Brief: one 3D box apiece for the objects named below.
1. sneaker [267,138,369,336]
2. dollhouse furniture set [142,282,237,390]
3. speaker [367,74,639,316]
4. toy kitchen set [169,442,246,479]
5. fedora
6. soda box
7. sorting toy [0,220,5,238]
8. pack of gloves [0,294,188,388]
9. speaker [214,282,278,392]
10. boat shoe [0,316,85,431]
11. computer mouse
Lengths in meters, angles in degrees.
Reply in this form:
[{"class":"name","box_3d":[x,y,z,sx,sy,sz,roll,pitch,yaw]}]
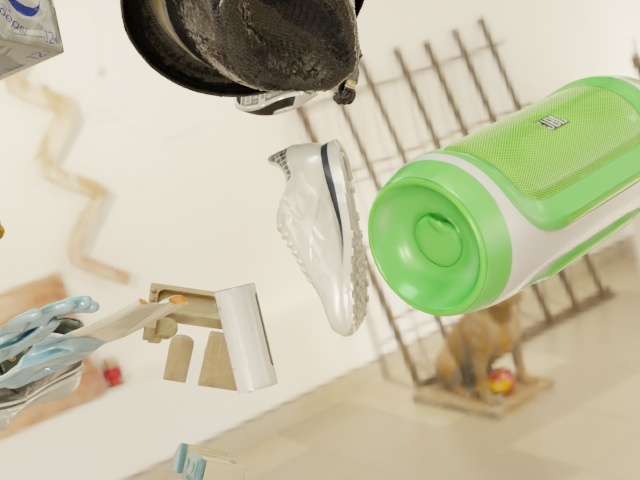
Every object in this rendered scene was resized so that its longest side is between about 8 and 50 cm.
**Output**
[{"class":"sneaker","box_3d":[0.000,0.000,1.442,0.095,0.235,0.090,-9,-4,10]},{"class":"dollhouse furniture set","box_3d":[-0.172,0.106,1.703,0.144,0.123,0.151,9,49,-8]},{"class":"speaker","box_3d":[0.170,-0.043,0.965,0.131,0.131,0.296,-1,19,44]},{"class":"toy kitchen set","box_3d":[-0.188,0.371,1.567,0.122,0.207,0.166,12,-4,-16]},{"class":"fedora","box_3d":[-0.058,-0.263,1.389,0.334,0.334,0.152,-18,48,-19]},{"class":"soda box","box_3d":[-0.398,-0.189,1.206,0.286,0.091,0.098,-17,-9,30]},{"class":"sorting toy","box_3d":[-0.601,0.014,1.832,0.365,0.126,0.127,-33,26,31]},{"class":"pack of gloves","box_3d":[-0.272,0.087,1.139,0.232,0.046,0.195,-28,-16,23]},{"class":"speaker","box_3d":[-0.095,0.126,1.557,0.055,0.136,0.055,-13,-2,0]},{"class":"boat shoe","box_3d":[-0.431,0.170,1.630,0.121,0.119,0.335,16,13,16]},{"class":"computer mouse","box_3d":[-0.030,-0.217,1.729,0.193,0.042,0.106,-11,51,19]}]
